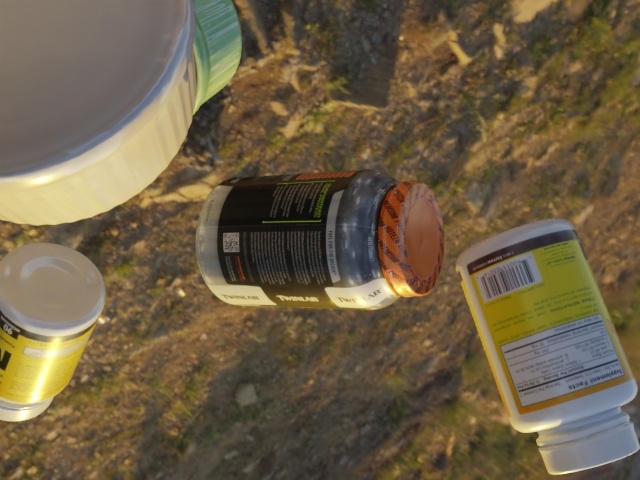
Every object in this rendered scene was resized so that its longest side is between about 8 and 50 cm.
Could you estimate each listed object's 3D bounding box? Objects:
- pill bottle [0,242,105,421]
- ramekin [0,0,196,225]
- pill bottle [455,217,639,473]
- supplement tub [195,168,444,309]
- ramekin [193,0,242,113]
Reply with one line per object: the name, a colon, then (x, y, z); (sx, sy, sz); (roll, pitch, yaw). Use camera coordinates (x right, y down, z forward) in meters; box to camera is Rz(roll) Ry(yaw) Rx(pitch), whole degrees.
pill bottle: (-0.327, 0.110, 0.942); (0.119, 0.119, 0.208); (-12, 147, -41)
ramekin: (-0.226, -0.137, 0.687); (0.273, 0.273, 0.127); (-48, 160, -16)
pill bottle: (0.211, 0.096, 0.761); (0.117, 0.117, 0.214); (-5, 73, -44)
supplement tub: (0.000, 0.000, 0.706); (0.117, 0.191, 0.116); (0, 90, -59)
ramekin: (-0.285, -0.361, 1.469); (0.148, 0.304, 0.303); (-44, 139, -44)
